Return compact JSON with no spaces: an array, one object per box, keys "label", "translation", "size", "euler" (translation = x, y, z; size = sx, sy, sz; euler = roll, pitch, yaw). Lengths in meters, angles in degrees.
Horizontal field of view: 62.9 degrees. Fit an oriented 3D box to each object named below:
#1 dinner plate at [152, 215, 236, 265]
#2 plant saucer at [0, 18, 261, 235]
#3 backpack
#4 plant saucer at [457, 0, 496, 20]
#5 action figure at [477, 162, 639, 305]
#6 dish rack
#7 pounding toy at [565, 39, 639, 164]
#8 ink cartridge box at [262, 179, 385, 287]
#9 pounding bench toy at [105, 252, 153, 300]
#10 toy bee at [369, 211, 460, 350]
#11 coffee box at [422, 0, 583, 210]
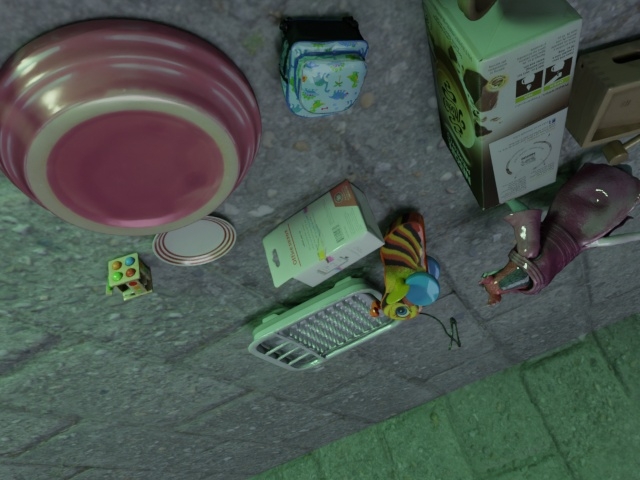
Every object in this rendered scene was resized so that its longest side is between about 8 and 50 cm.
[{"label":"dinner plate","translation":[-0.216,-0.002,0.900],"size":[0.141,0.017,0.141],"euler":[-13,148,-8]},{"label":"plant saucer","translation":[-0.234,-0.111,0.669],"size":[0.332,0.084,0.332],"euler":[-13,146,-9]},{"label":"backpack","translation":[0.002,-0.204,0.649],"size":[0.105,0.084,0.114],"euler":[-7,148,-14]},{"label":"plant saucer","translation":[0.180,-0.335,0.449],"size":[0.277,0.041,0.278],"euler":[-56,166,-21]},{"label":"action figure","translation":[0.458,0.020,1.022],"size":[0.370,0.276,0.248],"euler":[-39,133,-19]},{"label":"dish rack","translation":[0.015,0.199,1.263],"size":[0.333,0.072,0.285],"euler":[-28,145,14]},{"label":"pounding toy","translation":[0.495,-0.221,0.860],"size":[0.181,0.094,0.206],"euler":[-16,147,-3]},{"label":"ink cartridge box","translation":[0.000,0.000,0.921],"size":[0.198,0.115,0.067],"euler":[-32,145,21]},{"label":"pounding bench toy","translation":[-0.343,0.066,0.904],"size":[0.083,0.052,0.065],"euler":[-18,147,-1]},{"label":"toy bee","translation":[0.166,0.101,1.060],"size":[0.162,0.298,0.195],"euler":[-14,180,18]},{"label":"coffee box","translation":[0.232,-0.197,0.697],"size":[0.119,0.168,0.297],"euler":[-22,147,6]}]
